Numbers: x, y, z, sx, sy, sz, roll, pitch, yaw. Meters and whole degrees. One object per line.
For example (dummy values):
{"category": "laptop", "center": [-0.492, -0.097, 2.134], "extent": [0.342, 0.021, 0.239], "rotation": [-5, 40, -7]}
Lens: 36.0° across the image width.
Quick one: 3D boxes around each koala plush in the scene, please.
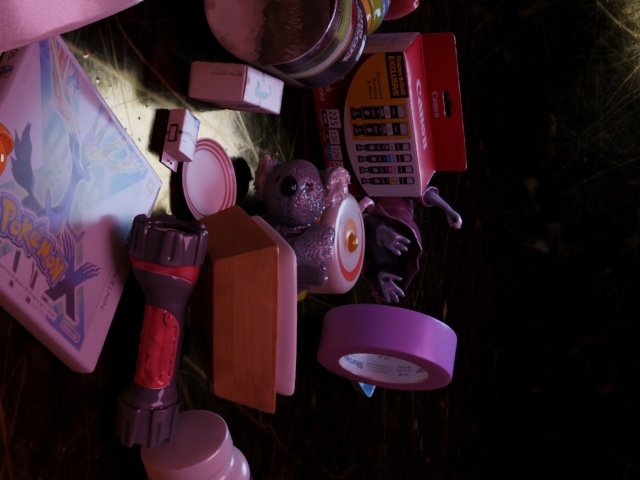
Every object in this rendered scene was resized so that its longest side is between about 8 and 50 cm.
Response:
{"category": "koala plush", "center": [-0.054, -0.039, 1.654], "extent": [0.203, 0.196, 0.221], "rotation": [70, 27, -66]}

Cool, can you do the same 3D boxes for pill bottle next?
{"category": "pill bottle", "center": [-0.165, 0.384, 1.418], "extent": [0.153, 0.153, 0.265], "rotation": [-59, 144, -52]}

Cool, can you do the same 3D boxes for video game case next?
{"category": "video game case", "center": [-0.312, -0.047, 1.180], "extent": [0.329, 0.036, 0.300], "rotation": [61, 36, -51]}

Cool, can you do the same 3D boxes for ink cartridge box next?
{"category": "ink cartridge box", "center": [0.140, -0.252, 1.988], "extent": [0.130, 0.271, 0.310], "rotation": [-55, 140, -54]}
{"category": "ink cartridge box", "center": [-0.205, -0.147, 1.451], "extent": [0.048, 0.028, 0.083], "rotation": [40, 55, -63]}
{"category": "ink cartridge box", "center": [-0.131, -0.237, 1.537], "extent": [0.135, 0.099, 0.056], "rotation": [5, 93, -68]}

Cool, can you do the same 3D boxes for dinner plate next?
{"category": "dinner plate", "center": [-0.176, -0.089, 1.528], "extent": [0.141, 0.017, 0.141], "rotation": [14, 74, -61]}

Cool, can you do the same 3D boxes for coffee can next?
{"category": "coffee can", "center": [-0.046, -0.355, 1.547], "extent": [0.275, 0.201, 0.202], "rotation": [-9, 100, -78]}

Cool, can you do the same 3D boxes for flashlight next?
{"category": "flashlight", "center": [-0.217, 0.121, 1.294], "extent": [0.103, 0.103, 0.304], "rotation": [-141, -120, -67]}

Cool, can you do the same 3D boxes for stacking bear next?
{"category": "stacking bear", "center": [0.038, -0.441, 1.881], "extent": [0.175, 0.164, 0.289], "rotation": [57, 46, -16]}

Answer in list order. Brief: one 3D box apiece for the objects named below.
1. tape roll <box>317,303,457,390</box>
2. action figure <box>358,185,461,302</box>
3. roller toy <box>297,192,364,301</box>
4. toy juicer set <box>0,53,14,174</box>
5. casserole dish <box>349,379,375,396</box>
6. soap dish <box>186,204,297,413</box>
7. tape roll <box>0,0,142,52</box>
{"category": "tape roll", "center": [0.134, 0.220, 1.996], "extent": [0.275, 0.274, 0.090], "rotation": [54, 42, -57]}
{"category": "action figure", "center": [0.148, -0.036, 2.234], "extent": [0.275, 0.248, 0.370], "rotation": [33, 33, -15]}
{"category": "roller toy", "center": [0.000, 0.000, 1.818], "extent": [0.191, 0.146, 0.209], "rotation": [-20, 110, -67]}
{"category": "toy juicer set", "center": [-0.406, -0.070, 0.883], "extent": [0.329, 0.089, 0.209], "rotation": [-51, 145, -51]}
{"category": "casserole dish", "center": [0.088, 0.274, 2.206], "extent": [0.188, 0.037, 0.114], "rotation": [62, 35, -52]}
{"category": "soap dish", "center": [-0.119, 0.087, 1.400], "extent": [0.291, 0.118, 0.229], "rotation": [-140, -130, -70]}
{"category": "tape roll", "center": [-0.300, -0.200, 0.733], "extent": [0.392, 0.392, 0.072], "rotation": [-55, 141, -55]}
